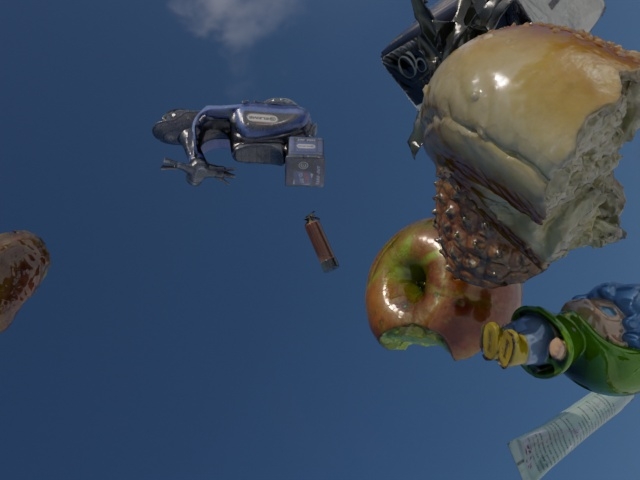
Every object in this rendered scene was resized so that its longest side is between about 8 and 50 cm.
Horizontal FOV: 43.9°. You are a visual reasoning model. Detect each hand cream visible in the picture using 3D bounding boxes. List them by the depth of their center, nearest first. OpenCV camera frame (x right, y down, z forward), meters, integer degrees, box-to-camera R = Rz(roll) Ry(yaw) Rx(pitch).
[{"bbox_3d":[0.455,0.329,1.417,0.331,0.058,0.085,-21,-87,-38],"label":"hand cream"}]

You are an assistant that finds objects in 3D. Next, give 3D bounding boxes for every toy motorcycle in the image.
[{"bbox_3d":[-0.171,-0.200,1.634,0.125,0.358,0.213,92,177,-46],"label":"toy motorcycle"}]

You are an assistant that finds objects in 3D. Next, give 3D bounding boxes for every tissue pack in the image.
[{"bbox_3d":[0.316,-0.383,1.482,0.210,0.370,0.198,-44,-75,-31],"label":"tissue pack"}]

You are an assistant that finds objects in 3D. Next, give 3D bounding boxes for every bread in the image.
[{"bbox_3d":[0.192,-0.096,0.730,0.171,0.192,0.314,-50,-29,-1],"label":"bread"}]

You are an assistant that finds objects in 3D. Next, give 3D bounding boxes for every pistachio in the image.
[{"bbox_3d":[-0.385,0.044,0.945,0.089,0.049,0.173,31,-133,-9],"label":"pistachio"}]

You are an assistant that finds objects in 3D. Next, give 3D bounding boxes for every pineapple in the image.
[{"bbox_3d":[0.180,-0.126,0.940,0.165,0.165,0.365,-34,-65,-39],"label":"pineapple"}]

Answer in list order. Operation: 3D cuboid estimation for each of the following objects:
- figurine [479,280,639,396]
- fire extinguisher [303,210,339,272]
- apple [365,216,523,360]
[{"bbox_3d":[0.332,0.126,1.006,0.263,0.162,0.143,-2,-88,-20],"label":"figurine"},{"bbox_3d":[0.000,0.000,1.015,0.028,0.022,0.083,-5,-114,-47],"label":"fire extinguisher"},{"bbox_3d":[0.202,0.088,1.254,0.226,0.246,0.246,23,-103,-42],"label":"apple"}]
